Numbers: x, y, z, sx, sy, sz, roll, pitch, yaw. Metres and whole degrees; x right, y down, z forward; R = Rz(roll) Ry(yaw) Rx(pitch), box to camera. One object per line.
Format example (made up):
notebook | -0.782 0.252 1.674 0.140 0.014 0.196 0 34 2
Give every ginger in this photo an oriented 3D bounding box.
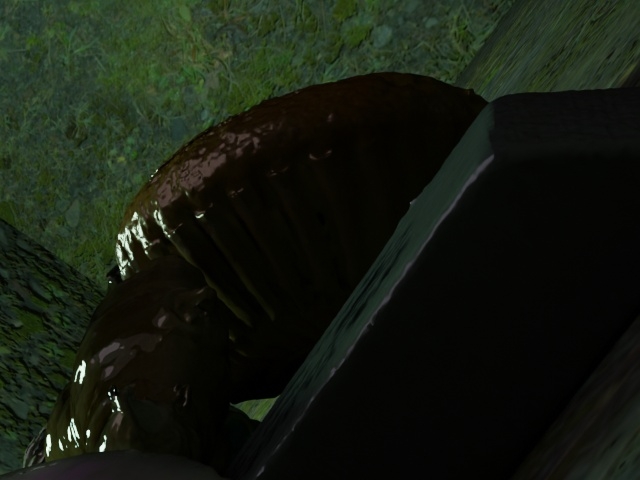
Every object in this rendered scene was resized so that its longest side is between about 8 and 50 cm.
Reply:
ginger | -0.086 0.086 0.750 0.148 0.081 0.333 -59 11 0

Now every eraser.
eraser | 0.021 0.074 0.598 0.352 0.077 0.111 -55 1 17

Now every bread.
bread | 0.000 -0.004 0.895 0.240 0.139 0.240 -17 -16 -5

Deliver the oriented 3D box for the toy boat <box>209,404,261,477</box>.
toy boat | -0.048 0.150 0.947 0.099 0.108 0.293 -21 -4 0

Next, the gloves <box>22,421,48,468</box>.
gloves | -0.201 0.280 1.133 0.135 0.210 0.312 -6 32 44

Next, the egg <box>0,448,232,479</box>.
egg | -0.106 0.196 0.474 0.286 0.174 0.264 -13 23 36

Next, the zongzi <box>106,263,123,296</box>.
zongzi | -0.037 0.077 1.017 0.184 0.187 0.084 -139 56 -66
